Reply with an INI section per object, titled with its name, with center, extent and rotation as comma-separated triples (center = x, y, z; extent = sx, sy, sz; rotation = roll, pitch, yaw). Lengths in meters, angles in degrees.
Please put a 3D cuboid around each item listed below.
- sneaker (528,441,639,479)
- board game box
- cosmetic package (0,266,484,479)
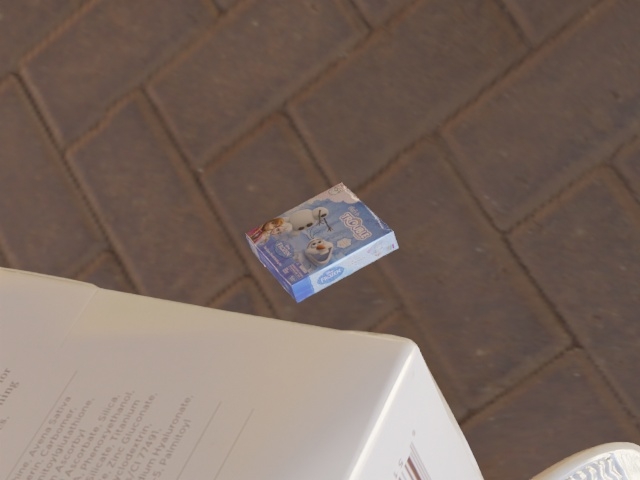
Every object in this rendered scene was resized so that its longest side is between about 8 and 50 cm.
[sneaker]
center = 0.091, 0.213, 0.847
extent = 0.094, 0.151, 0.256
rotation = 44, 82, -4
[board game box]
center = 0.000, 0.000, 1.111
extent = 0.090, 0.020, 0.090
rotation = -28, 36, -13
[cosmetic package]
center = -0.157, 0.176, 0.372
extent = 0.284, 0.097, 0.377
rotation = 10, 55, 30
